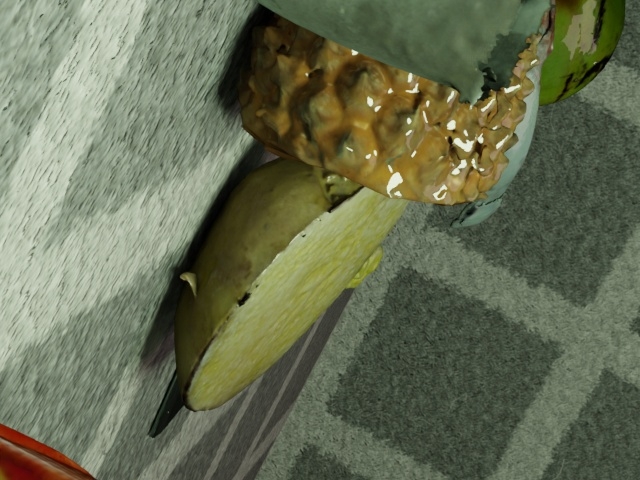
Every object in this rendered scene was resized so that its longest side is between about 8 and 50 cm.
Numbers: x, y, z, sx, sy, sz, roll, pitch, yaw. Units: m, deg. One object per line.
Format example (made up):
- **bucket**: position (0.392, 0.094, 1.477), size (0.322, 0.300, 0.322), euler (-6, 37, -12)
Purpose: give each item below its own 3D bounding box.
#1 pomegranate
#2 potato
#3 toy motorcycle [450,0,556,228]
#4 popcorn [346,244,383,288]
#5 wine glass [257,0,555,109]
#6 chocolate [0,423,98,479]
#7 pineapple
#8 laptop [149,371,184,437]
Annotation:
- **pomegranate**: position (0.239, -0.276, 1.876), size (0.260, 0.260, 0.340), euler (-60, 177, -14)
- **potato**: position (-0.049, 0.011, 1.355), size (0.299, 0.116, 0.239), euler (-51, 169, 5)
- **toy motorcycle**: position (0.124, -0.159, 1.648), size (0.319, 0.182, 0.241), euler (113, -19, -45)
- **popcorn**: position (0.000, 0.000, 1.639), size (0.126, 0.125, 0.145), euler (-39, 174, 42)
- **wine glass**: position (0.011, -0.148, 0.686), size (0.111, 0.204, 0.111), euler (-56, 171, -13)
- **chocolate**: position (-0.170, 0.233, 0.829), size (0.237, 0.235, 0.108), euler (-59, 163, -18)
- **pineapple**: position (0.083, -0.208, 1.106), size (0.223, 0.223, 0.357), euler (-8, 118, -83)
- **laptop**: position (-0.130, 0.130, 1.682), size (0.180, 0.016, 0.129), euler (-50, 166, -57)
